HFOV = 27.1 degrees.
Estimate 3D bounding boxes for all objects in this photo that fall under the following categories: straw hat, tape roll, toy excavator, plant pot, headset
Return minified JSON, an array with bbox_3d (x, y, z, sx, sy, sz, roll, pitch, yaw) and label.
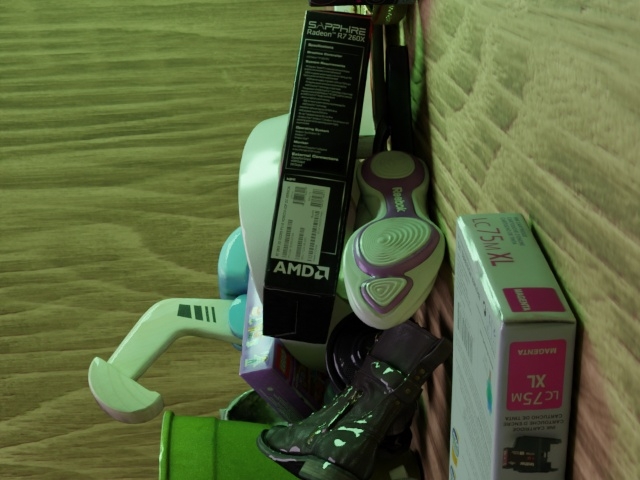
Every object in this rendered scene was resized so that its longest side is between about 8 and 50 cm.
[{"bbox_3d":[0.084,-0.319,1.766,0.144,0.061,0.144,-174,90,-77],"label":"straw hat"},{"bbox_3d":[0.000,0.000,1.964,0.392,0.072,0.392,-13,-90,-68],"label":"tape roll"},{"bbox_3d":[-0.136,0.114,2.238,0.222,0.445,0.432,92,-175,-69],"label":"toy excavator"},{"bbox_3d":[-0.035,0.415,1.855,0.366,0.353,0.366,178,90,-88],"label":"plant pot"},{"bbox_3d":[0.093,0.206,1.743,0.243,0.185,0.394,95,-172,-46],"label":"headset"}]

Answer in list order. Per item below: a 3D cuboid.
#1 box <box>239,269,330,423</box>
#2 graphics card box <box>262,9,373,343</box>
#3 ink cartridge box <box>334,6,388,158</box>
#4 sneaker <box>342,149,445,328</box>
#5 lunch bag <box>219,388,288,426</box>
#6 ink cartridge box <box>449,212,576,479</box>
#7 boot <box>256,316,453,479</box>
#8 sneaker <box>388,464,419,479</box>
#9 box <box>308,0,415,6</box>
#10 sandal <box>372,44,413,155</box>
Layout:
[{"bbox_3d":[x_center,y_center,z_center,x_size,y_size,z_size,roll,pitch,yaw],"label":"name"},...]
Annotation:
[{"bbox_3d":[-0.039,0.118,1.978,0.201,0.057,0.293,52,-148,-45],"label":"box"},{"bbox_3d":[-0.005,-0.075,1.674,0.233,0.094,0.370,100,177,-72],"label":"graphics card box"},{"bbox_3d":[0.054,-0.291,1.946,0.261,0.066,0.296,51,-143,-78],"label":"ink cartridge box"},{"bbox_3d":[0.091,0.022,1.573,0.305,0.114,0.152,-79,-10,-55],"label":"sneaker"},{"bbox_3d":[-0.020,0.294,2.142,0.235,0.287,0.168,124,144,-84],"label":"lunch bag"},{"bbox_3d":[0.140,0.155,1.020,0.186,0.065,0.311,-98,9,-65],"label":"ink cartridge box"},{"bbox_3d":[0.046,0.187,1.560,0.229,0.091,0.263,-58,23,-10],"label":"boot"},{"bbox_3d":[0.094,0.380,1.364,0.366,0.137,0.210,-89,-5,-77],"label":"sneaker"},{"bbox_3d":[0.050,-0.416,1.588,0.247,0.142,0.163,92,175,-62],"label":"box"},{"bbox_3d":[0.094,-0.138,1.801,0.097,0.055,0.254,98,170,-75],"label":"sandal"}]
